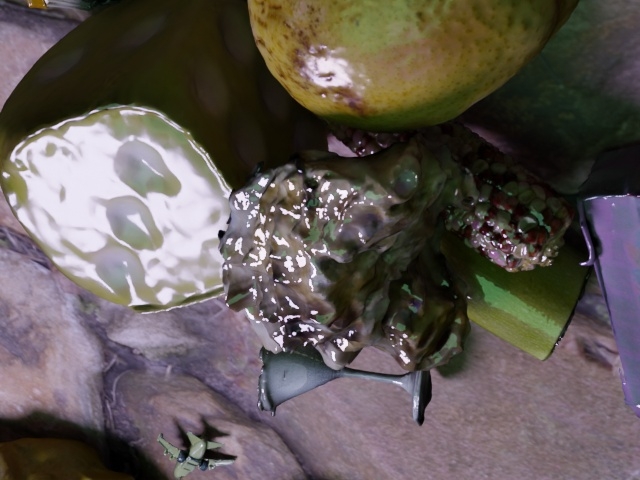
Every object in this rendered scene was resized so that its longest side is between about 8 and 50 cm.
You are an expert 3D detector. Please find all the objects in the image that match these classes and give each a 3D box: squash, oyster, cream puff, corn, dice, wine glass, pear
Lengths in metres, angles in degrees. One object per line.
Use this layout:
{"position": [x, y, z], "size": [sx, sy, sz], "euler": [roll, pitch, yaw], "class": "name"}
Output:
{"position": [0.168, 0.026, 1.472], "size": [0.187, 0.123, 0.123], "euler": [30, 135, -4], "class": "squash"}
{"position": [0.036, 0.016, 1.288], "size": [0.238, 0.114, 0.351], "euler": [-9, 151, -14], "class": "oyster"}
{"position": [-0.387, 0.403, 1.947], "size": [0.323, 0.270, 0.274], "euler": [0, 124, 22], "class": "cream puff"}
{"position": [0.111, -0.073, 1.398], "size": [0.280, 0.092, 0.092], "euler": [38, 135, 9], "class": "corn"}
{"position": [-0.145, -0.090, 1.426], "size": [0.233, 0.226, 0.238], "euler": [-13, 124, 32], "class": "dice"}
{"position": [0.031, 0.142, 1.647], "size": [0.183, 0.122, 0.122], "euler": [6, 132, 10], "class": "wine glass"}
{"position": [0.077, -0.212, 1.205], "size": [0.271, 0.271, 0.271], "euler": [12, 133, 13], "class": "pear"}

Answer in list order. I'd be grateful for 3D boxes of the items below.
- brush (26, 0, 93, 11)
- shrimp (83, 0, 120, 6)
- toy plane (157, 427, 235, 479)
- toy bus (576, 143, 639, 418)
{"position": [-0.358, -0.280, 1.500], "size": [0.272, 0.013, 0.103], "euler": [5, 130, 20], "class": "brush"}
{"position": [-0.232, -0.294, 1.397], "size": [0.219, 0.046, 0.152], "euler": [3, 125, 6], "class": "shrimp"}
{"position": [-0.163, 0.274, 1.889], "size": [0.102, 0.040, 0.111], "euler": [24, 134, -12], "class": "toy plane"}
{"position": [0.339, 0.047, 1.429], "size": [0.138, 0.112, 0.317], "euler": [4, 130, 34], "class": "toy bus"}
